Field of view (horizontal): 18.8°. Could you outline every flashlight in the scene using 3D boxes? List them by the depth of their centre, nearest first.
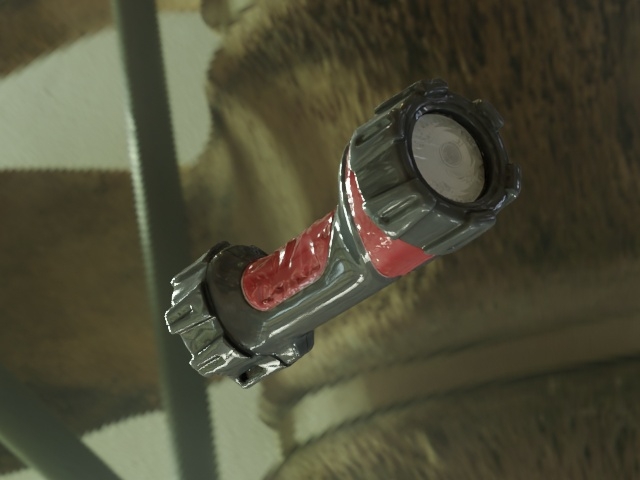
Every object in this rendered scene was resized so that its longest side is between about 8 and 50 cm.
[{"bbox_3d":[0.000,0.000,1.260,0.103,0.304,0.103,20,-121,-29],"label":"flashlight"}]
